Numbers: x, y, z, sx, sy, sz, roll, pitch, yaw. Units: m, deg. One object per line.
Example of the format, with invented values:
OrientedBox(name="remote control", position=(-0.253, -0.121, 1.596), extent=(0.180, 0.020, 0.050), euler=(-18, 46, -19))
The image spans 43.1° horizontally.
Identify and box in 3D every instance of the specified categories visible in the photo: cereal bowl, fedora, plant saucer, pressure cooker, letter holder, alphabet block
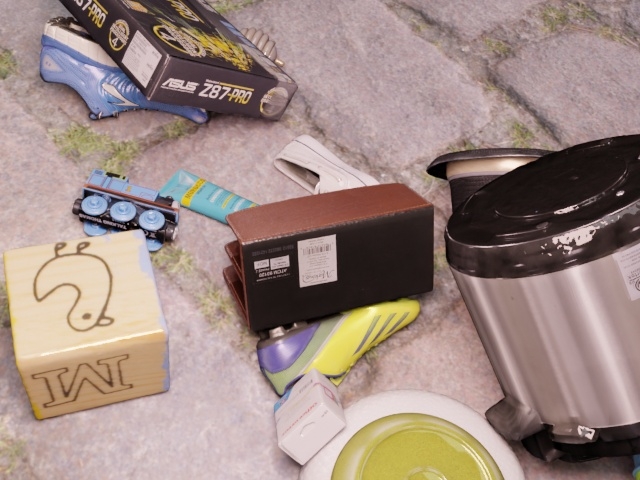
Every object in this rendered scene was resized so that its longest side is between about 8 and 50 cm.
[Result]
OrientedBox(name="cereal bowl", position=(0.138, 0.352, 1.121), extent=(0.339, 0.141, 0.338), euler=(5, 55, -7))
OrientedBox(name="fedora", position=(0.349, -0.061, 1.415), extent=(0.334, 0.334, 0.152), euler=(5, 84, -7))
OrientedBox(name="plant saucer", position=(0.132, 0.325, 1.029), extent=(0.241, 0.037, 0.240), euler=(5, 55, -7))
OrientedBox(name="pressure cooker", position=(0.402, 0.104, 1.156), extent=(0.420, 0.370, 0.375), euler=(64, 32, -16))
OrientedBox(name="letter holder", position=(0.000, 0.000, 1.295), extent=(0.302, 0.152, 0.214), euler=(-11, 27, -15))
OrientedBox(name="alphabet block", position=(-0.333, 0.121, 1.171), extent=(0.197, 0.193, 0.192), euler=(-11, 56, -17))

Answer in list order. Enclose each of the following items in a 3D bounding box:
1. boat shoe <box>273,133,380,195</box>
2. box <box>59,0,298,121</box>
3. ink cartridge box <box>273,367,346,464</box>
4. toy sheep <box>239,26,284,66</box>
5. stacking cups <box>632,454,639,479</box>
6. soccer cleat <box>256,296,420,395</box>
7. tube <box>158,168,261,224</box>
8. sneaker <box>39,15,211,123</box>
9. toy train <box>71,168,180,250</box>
OrientedBox(name="boat shoe", position=(0.023, -0.092, 1.458), extent=(0.258, 0.095, 0.084), euler=(36, 60, 28))
OrientedBox(name="box", position=(-0.273, -0.374, 1.482), extent=(0.318, 0.097, 0.395), euler=(3, 36, -51))
OrientedBox(name="ink cartridge box", position=(-0.017, 0.250, 1.160), extent=(0.088, 0.122, 0.052), euler=(-44, 104, 6))
OrientedBox(name="toy sheep", position=(-0.132, -0.386, 1.638), extent=(0.132, 0.091, 0.091), euler=(21, 54, -1))
OrientedBox(name="stacking cups", position=(0.509, 0.324, 1.239), extent=(0.096, 0.096, 0.316), euler=(4, 52, -7))
OrientedBox(name="soccer cleat", position=(0.036, 0.162, 1.288), extent=(0.289, 0.093, 0.121), euler=(-16, 89, -25))
OrientedBox(name="tube", position=(-0.181, -0.066, 1.425), extent=(0.207, 0.052, 0.080), euler=(23, 44, 14))
OrientedBox(name="sneaker", position=(-0.363, -0.290, 1.514), extent=(0.330, 0.147, 0.129), euler=(21, 26, -14))
OrientedBox(name="toy train", position=(-0.322, -0.052, 1.369), extent=(0.184, 0.080, 0.105), euler=(14, 48, 1))
